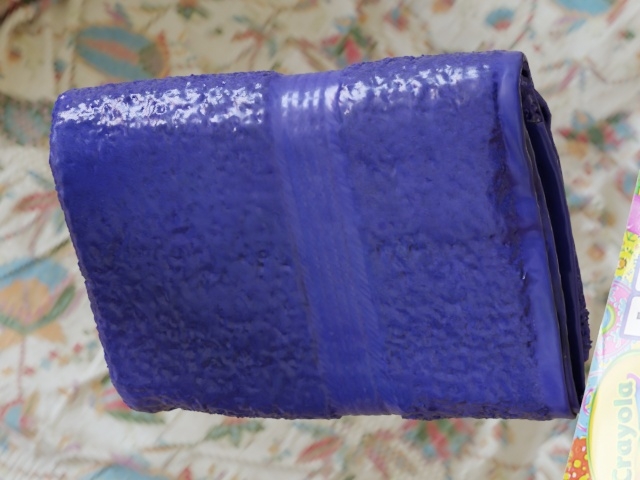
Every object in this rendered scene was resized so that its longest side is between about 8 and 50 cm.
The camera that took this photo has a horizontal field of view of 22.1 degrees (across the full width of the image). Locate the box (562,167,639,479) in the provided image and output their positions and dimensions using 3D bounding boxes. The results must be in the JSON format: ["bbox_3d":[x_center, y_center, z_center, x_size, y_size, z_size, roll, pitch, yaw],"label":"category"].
[{"bbox_3d":[0.270,0.005,0.582,0.177,0.279,0.290,33,70,-51],"label":"box"}]

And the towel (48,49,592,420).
[{"bbox_3d":[0.000,0.000,0.979,0.076,0.308,0.228,-50,133,-58],"label":"towel"}]
